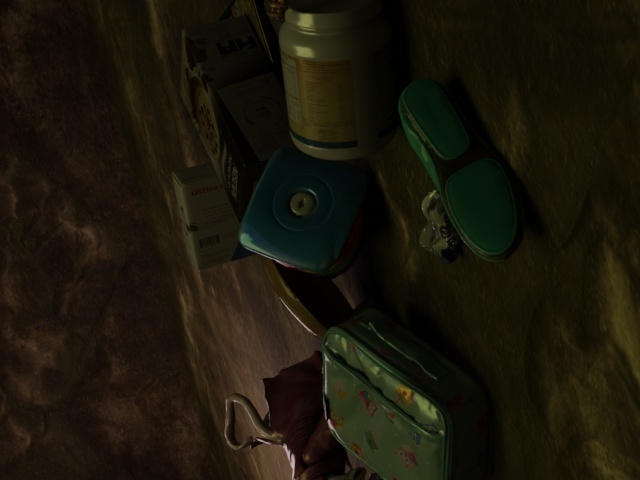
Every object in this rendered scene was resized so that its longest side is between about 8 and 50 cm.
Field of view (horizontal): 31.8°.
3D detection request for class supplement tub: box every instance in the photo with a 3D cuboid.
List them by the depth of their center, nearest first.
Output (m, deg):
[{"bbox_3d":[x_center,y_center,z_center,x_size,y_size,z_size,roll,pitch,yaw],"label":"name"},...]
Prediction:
[{"bbox_3d":[0.023,-0.219,1.444,0.144,0.144,0.199,-131,29,-53],"label":"supplement tub"}]

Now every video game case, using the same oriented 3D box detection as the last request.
[{"bbox_3d":[-0.099,-0.288,1.944,0.248,0.035,0.275,164,90,-73],"label":"video game case"}]

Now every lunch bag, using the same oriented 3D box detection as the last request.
[{"bbox_3d":[0.110,0.232,1.592,0.279,0.108,0.224,32,138,41],"label":"lunch bag"}]

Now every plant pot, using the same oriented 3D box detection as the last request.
[{"bbox_3d":[-0.018,0.087,1.805,0.236,0.032,0.236,46,-166,-15],"label":"plant pot"}]

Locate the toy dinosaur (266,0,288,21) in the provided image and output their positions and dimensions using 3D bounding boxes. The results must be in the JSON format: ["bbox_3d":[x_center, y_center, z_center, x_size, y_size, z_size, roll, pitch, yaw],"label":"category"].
[{"bbox_3d":[-0.043,-0.437,1.350,0.322,0.164,0.218,-64,21,-9],"label":"toy dinosaur"}]

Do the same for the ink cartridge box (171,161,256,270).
[{"bbox_3d":[-0.213,-0.058,2.327,0.086,0.148,0.203,-131,29,-56],"label":"ink cartridge box"}]

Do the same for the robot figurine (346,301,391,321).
[{"bbox_3d":[0.084,0.142,1.739,0.101,0.067,0.115,51,178,-38],"label":"robot figurine"}]

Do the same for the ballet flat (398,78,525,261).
[{"bbox_3d":[0.167,-0.075,1.283,0.247,0.083,0.087,64,-175,25],"label":"ballet flat"}]

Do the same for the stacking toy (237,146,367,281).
[{"bbox_3d":[0.000,0.000,1.755,0.166,0.175,0.302,18,163,17],"label":"stacking toy"}]

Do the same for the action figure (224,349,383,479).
[{"bbox_3d":[-0.021,0.347,1.969,0.370,0.276,0.248,-110,17,-61],"label":"action figure"}]

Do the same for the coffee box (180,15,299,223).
[{"bbox_3d":[-0.129,-0.199,1.853,0.168,0.119,0.297,101,147,-56],"label":"coffee box"}]

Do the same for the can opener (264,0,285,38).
[{"bbox_3d":[-0.041,-0.353,1.630,0.095,0.076,0.283,111,138,-65],"label":"can opener"}]

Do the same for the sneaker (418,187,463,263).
[{"bbox_3d":[0.160,-0.021,1.394,0.058,0.052,0.135,50,161,30],"label":"sneaker"}]
